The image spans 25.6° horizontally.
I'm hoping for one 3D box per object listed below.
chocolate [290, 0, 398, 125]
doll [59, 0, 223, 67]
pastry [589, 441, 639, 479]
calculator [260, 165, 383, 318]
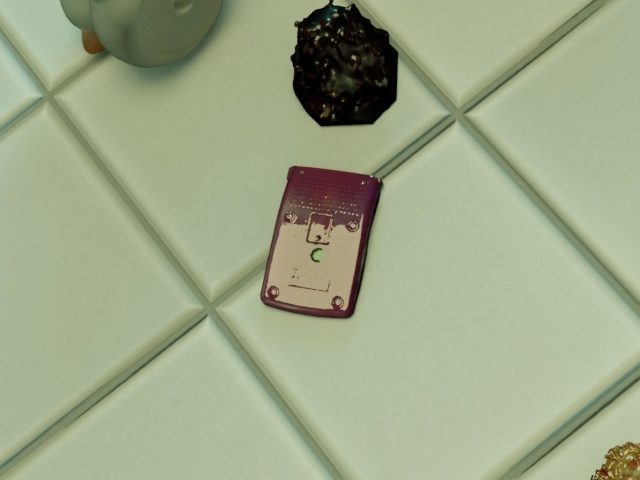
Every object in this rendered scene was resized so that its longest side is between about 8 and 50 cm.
[{"bbox_3d":[0.017,-0.240,1.786,0.156,0.133,0.156,-5,68,13],"label":"chocolate"},{"bbox_3d":[-0.246,-0.350,1.861,0.221,0.221,0.251,34,113,22],"label":"doll"},{"bbox_3d":[0.329,0.307,1.549,0.087,0.063,0.169,23,81,29],"label":"pastry"},{"bbox_3d":[0.000,0.000,1.753,0.126,0.034,0.191,8,73,14],"label":"calculator"}]
